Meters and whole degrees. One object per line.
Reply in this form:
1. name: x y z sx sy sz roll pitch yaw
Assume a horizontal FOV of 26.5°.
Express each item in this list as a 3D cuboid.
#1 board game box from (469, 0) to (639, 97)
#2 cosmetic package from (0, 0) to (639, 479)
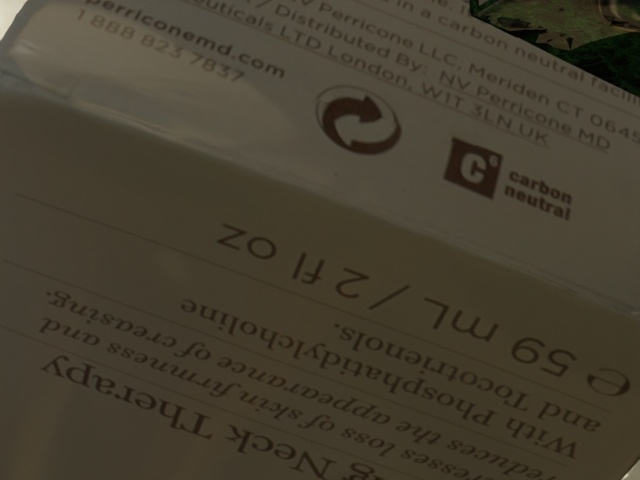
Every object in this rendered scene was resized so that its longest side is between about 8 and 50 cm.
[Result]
1. board game box: 0.192 -0.072 0.482 0.136 0.260 0.030 -23 -123 49
2. cosmetic package: 0.000 0.000 0.779 0.393 0.329 0.327 113 -4 -48
